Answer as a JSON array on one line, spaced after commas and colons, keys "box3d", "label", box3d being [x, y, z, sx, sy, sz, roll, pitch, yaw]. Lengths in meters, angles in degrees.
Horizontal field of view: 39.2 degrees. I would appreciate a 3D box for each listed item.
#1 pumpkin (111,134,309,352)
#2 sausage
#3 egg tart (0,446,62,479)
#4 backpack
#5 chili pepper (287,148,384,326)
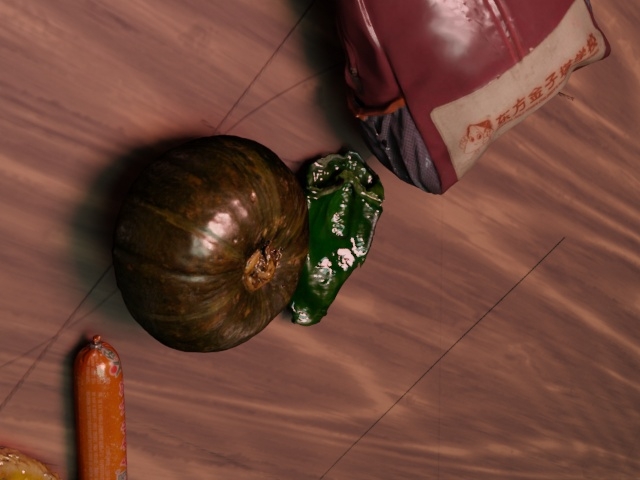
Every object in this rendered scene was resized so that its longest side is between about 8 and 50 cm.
[{"box3d": [-0.107, 0.002, 0.889, 0.223, 0.157, 0.224, -30, 130, -42], "label": "pumpkin"}, {"box3d": [-0.238, 0.258, 0.981, 0.053, 0.053, 0.348, -11, 118, -32], "label": "sausage"}, {"box3d": [-0.326, 0.319, 0.878, 0.094, 0.234, 0.234, -22, 138, 28], "label": "egg tart"}, {"box3d": [0.122, -0.242, 0.915, 0.283, 0.197, 0.317, -43, 125, -10], "label": "backpack"}, {"box3d": [0.002, 0.001, 1.032, 0.108, 0.062, 0.216, 6, 108, -31], "label": "chili pepper"}]
